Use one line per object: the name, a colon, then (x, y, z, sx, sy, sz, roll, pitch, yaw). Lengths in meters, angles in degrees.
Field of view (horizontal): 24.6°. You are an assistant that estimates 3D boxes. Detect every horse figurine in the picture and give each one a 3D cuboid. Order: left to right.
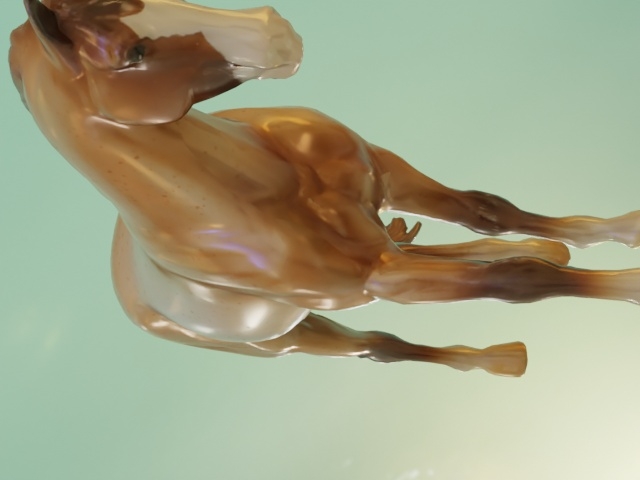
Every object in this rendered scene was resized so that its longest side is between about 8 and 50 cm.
horse figurine: (0.000, 0.000, 0.425, 0.174, 0.263, 0.066, 9, 81, -8)
